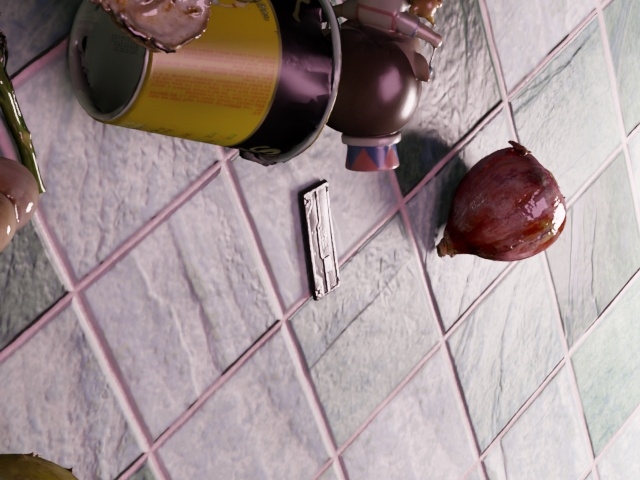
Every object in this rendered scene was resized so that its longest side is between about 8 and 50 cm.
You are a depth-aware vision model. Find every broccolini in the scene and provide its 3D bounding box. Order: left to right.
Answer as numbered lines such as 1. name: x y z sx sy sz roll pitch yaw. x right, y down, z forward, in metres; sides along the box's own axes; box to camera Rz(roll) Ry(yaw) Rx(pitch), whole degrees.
1. broccolini: -0.317 -0.142 1.571 0.054 0.051 0.239 -47 141 -36

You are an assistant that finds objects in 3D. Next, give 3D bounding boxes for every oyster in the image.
1. oyster: -0.230 -0.308 1.471 0.345 0.078 0.129 42 70 -25

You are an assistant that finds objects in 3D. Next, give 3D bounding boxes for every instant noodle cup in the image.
1. instant noodle cup: -0.129 -0.190 1.661 0.236 0.215 0.215 0 103 -40

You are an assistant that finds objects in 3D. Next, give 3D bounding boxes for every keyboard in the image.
1. keyboard: 0.000 0.000 2.005 0.053 0.010 0.155 -30 124 -41

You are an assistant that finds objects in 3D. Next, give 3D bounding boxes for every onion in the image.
1. onion: 0.243 -0.033 2.184 0.195 0.159 0.159 -35 135 4

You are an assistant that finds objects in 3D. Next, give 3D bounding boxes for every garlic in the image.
1. garlic: -0.335 -0.026 1.510 0.174 0.124 0.099 -95 -178 -65

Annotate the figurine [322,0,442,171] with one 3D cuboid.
1. figurine: 0.067 -0.219 1.902 0.275 0.161 0.158 -70 161 4

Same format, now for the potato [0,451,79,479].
1. potato: -0.360 0.357 1.552 0.359 0.219 0.270 -22 126 -41
